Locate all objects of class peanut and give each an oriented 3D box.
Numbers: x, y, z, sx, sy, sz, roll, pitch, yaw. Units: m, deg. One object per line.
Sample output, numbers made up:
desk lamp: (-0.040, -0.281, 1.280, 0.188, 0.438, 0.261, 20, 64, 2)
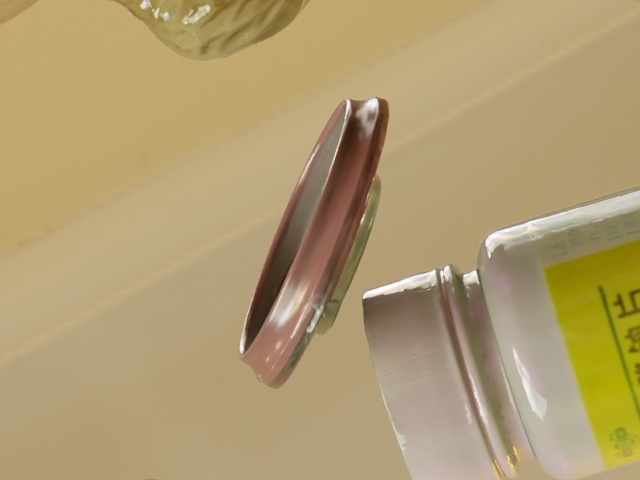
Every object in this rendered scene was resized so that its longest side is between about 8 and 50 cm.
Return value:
peanut: (-0.097, -0.233, 1.271, 0.233, 0.197, 0.110, 26, -156, -20)

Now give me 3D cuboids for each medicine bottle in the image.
medicine bottle: (0.240, 0.070, 1.452, 0.379, 0.213, 0.213, -18, -134, 8)

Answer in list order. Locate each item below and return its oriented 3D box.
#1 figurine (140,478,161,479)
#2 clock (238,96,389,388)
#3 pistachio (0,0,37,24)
figurine: (-0.192, 0.293, 1.355, 0.275, 0.158, 0.161, -30, -135, -8)
clock: (0.001, 0.001, 1.429, 0.056, 0.244, 0.244, 23, -132, -6)
pistachio: (-0.224, -0.260, 0.657, 0.365, 0.445, 0.281, 4, -143, 11)
